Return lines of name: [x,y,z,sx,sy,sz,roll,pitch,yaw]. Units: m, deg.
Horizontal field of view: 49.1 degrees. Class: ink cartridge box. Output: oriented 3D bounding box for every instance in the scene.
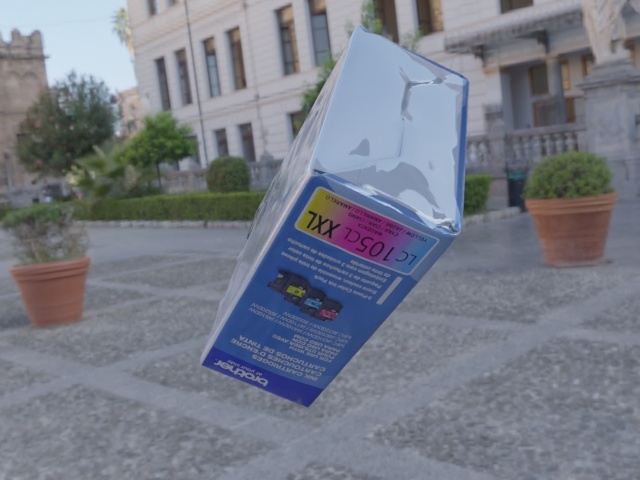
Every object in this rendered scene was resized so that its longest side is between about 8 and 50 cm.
ink cartridge box: [0.000,0.000,0.799,0.151,0.395,0.270,26,44,-10]

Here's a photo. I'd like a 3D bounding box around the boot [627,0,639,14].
boot: [0.416,-0.360,0.813,0.095,0.123,0.258,-44,-7,-15]
